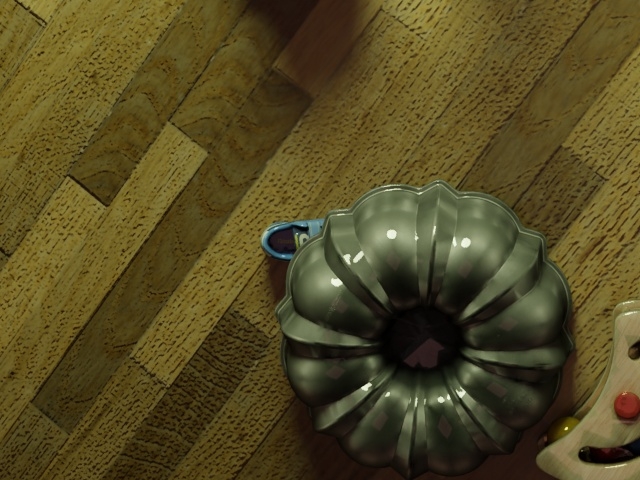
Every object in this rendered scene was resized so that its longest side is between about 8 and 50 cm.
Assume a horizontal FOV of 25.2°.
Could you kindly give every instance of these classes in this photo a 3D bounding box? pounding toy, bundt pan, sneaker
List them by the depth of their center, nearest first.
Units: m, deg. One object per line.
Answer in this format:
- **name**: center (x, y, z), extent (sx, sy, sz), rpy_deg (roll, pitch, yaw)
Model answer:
- **pounding toy**: center (0.332, 0.157, 1.470), extent (0.269, 0.155, 0.154), rpy_deg (-43, 88, 13)
- **bundt pan**: center (0.107, 0.105, 1.510), extent (0.330, 0.124, 0.331), rpy_deg (1, 100, 6)
- **sneaker**: center (0.000, 0.000, 1.589), extent (0.144, 0.059, 0.053), rpy_deg (-7, 90, 13)
